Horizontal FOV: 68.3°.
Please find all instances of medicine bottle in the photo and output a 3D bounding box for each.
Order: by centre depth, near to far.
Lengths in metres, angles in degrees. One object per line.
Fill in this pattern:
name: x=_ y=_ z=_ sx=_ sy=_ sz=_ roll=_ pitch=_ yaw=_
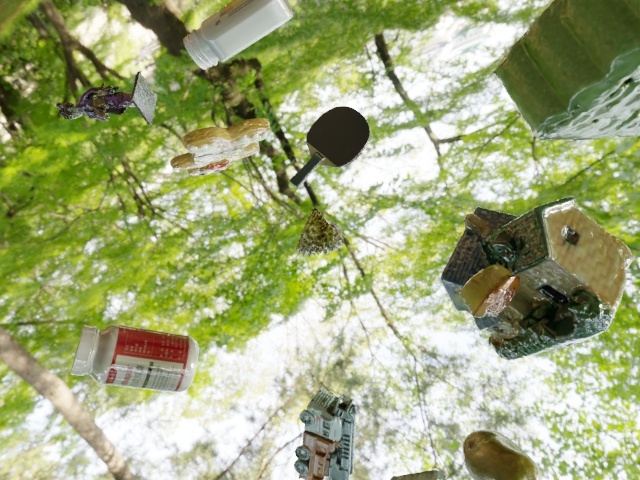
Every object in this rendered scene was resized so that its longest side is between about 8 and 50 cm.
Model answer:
medicine bottle: x=-0.411 y=0.263 z=1.058 sx=0.131 sy=0.250 sz=0.131 roll=-42 pitch=-140 yaw=49
medicine bottle: x=-0.248 y=-0.642 z=1.408 sx=0.324 sy=0.124 sz=0.179 roll=-27 pitch=-135 yaw=17

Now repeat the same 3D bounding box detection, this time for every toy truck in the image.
toy truck: x=0.031 y=0.639 z=1.544 sx=0.184 sy=0.338 sz=0.133 roll=14 pitch=-159 yaw=21

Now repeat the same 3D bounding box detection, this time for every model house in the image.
model house: x=0.531 y=0.073 z=1.257 sx=0.334 sy=0.342 sz=0.382 roll=-55 pitch=-176 yaw=-27

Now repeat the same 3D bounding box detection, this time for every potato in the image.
potato: x=0.447 y=0.554 z=1.163 sx=0.154 sy=0.137 sz=0.200 roll=3 pitch=-168 yaw=-20

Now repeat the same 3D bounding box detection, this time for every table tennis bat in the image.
table tennis bat: x=0.021 y=-0.273 z=1.406 sx=0.301 sy=0.173 sz=0.022 roll=-49 pitch=172 yaw=-6

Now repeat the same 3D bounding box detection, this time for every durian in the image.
durian: x=0.004 y=0.001 z=1.244 sx=0.119 sy=0.108 sz=0.186 roll=-61 pitch=173 yaw=-12

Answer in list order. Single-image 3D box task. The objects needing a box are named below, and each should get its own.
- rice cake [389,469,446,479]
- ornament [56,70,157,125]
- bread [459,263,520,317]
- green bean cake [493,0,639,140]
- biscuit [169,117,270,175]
rice cake: x=0.245 y=0.610 z=1.190 sx=0.211 sy=0.043 sz=0.034 roll=-49 pitch=-170 yaw=52
ornament: x=-0.454 y=-0.285 z=1.002 sx=0.203 sy=0.081 sz=0.088 roll=-8 pitch=-119 yaw=13
bread: x=0.396 y=0.115 z=1.084 sx=0.086 sy=0.156 sz=0.125 roll=47 pitch=-70 yaw=33
green bean cake: x=0.327 y=-0.200 z=0.460 sx=0.248 sy=0.125 sz=0.222 roll=-12 pitch=156 yaw=-34
biscuit: x=-0.173 y=-0.144 z=0.798 sx=0.158 sy=0.035 sz=0.240 roll=-17 pitch=179 yaw=-22
